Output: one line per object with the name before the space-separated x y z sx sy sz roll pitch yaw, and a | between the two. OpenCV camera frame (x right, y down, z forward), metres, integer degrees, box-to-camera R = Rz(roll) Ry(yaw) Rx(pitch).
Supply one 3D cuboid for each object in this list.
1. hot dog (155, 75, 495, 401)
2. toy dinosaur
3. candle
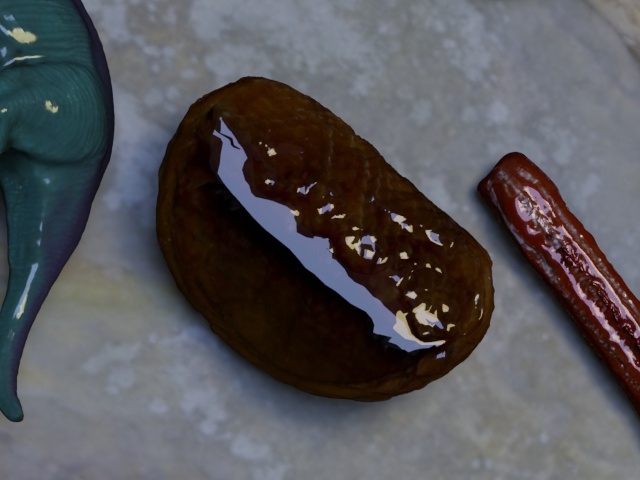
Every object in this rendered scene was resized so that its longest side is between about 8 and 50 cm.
hot dog | -0.001 0.001 1.152 0.160 0.099 0.227 -42 88 -23
toy dinosaur | -0.144 -0.128 1.152 0.331 0.129 0.383 -28 88 -28
candle | 0.211 0.082 1.222 0.051 0.048 0.329 -34 85 -36
